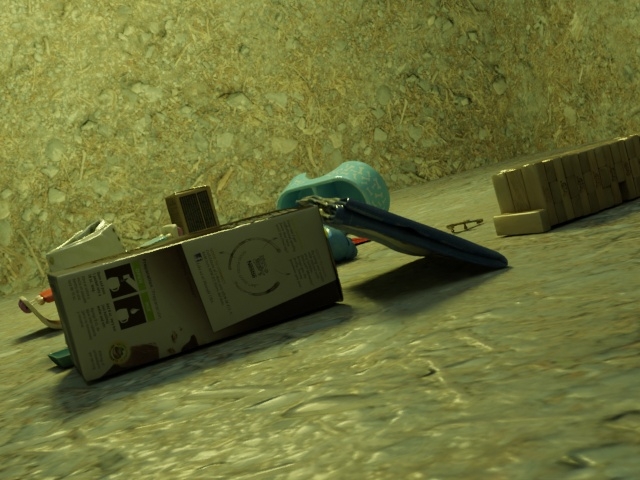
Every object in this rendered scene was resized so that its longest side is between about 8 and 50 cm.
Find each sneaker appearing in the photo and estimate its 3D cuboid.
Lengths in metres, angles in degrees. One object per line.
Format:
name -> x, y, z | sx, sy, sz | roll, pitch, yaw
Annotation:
sneaker -> 0.000, 0.000, 1.445 | 0.082, 0.069, 0.209 | 14, 6, -22
sneaker -> -0.290, 0.041, 1.284 | 0.108, 0.169, 0.292 | -14, 3, 31

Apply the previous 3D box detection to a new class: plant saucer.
plant saucer -> -0.245, 0.124, 1.058 | 0.192, 0.018, 0.067 | -18, 5, -28

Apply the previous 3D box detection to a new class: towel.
towel -> 0.086, -0.009, 1.024 | 0.209, 0.034, 0.285 | 18, 0, -11

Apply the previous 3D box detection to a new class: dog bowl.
dog bowl -> 0.020, -0.085, 1.966 | 0.297, 0.165, 0.074 | -11, 17, 36

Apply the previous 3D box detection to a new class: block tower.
block tower -> 0.397, -0.093, 1.216 | 0.336, 0.097, 0.091 | -18, 5, -31

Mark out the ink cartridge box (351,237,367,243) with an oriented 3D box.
ink cartridge box -> -0.013, 0.000, 1.648 | 0.232, 0.066, 0.189 | -21, 7, -26

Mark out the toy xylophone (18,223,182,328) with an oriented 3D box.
toy xylophone -> -0.406, 0.075, 1.553 | 0.323, 0.081, 0.236 | -30, 9, -28

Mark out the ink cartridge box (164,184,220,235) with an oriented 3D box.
ink cartridge box -> -0.294, -0.027, 1.973 | 0.088, 0.193, 0.235 | -16, 5, -15

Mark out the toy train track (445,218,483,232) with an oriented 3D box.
toy train track -> 0.242, -0.025, 1.385 | 0.083, 0.014, 0.048 | -11, -6, -39

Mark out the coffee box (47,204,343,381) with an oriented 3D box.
coffee box -> -0.147, 0.053, 0.961 | 0.297, 0.118, 0.168 | -16, 5, -20
